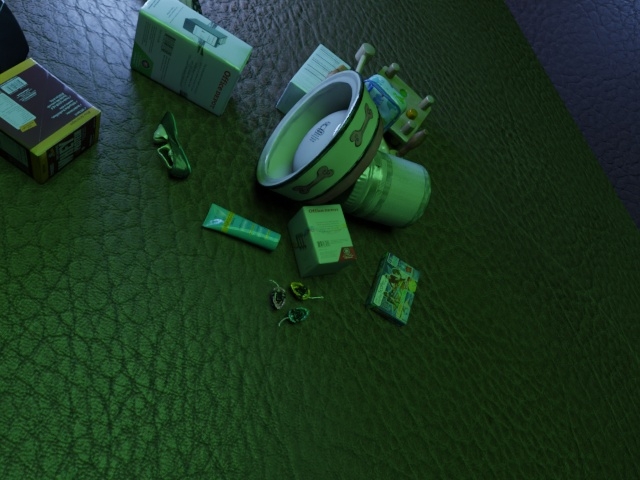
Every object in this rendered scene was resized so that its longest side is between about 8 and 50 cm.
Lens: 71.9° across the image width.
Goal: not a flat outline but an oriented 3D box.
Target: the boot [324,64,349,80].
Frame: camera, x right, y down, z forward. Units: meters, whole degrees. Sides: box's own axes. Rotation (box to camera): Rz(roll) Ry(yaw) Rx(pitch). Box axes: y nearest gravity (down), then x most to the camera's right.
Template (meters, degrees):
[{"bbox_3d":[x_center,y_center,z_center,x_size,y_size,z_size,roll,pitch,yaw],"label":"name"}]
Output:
[{"bbox_3d":[0.083,-0.461,1.432,0.197,0.073,0.152,62,40,-32],"label":"boot"}]

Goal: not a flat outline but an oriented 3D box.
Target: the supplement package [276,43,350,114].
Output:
[{"bbox_3d":[-0.021,-0.523,1.503,0.134,0.139,0.244,35,56,-10],"label":"supplement package"}]

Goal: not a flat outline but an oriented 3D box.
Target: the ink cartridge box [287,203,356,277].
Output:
[{"bbox_3d":[0.000,0.000,1.276,0.128,0.127,0.176,-5,71,-30],"label":"ink cartridge box"}]

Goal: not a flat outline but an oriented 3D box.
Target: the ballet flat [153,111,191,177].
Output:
[{"bbox_3d":[-0.415,-0.263,1.207,0.074,0.074,0.203,-13,77,-33],"label":"ballet flat"}]

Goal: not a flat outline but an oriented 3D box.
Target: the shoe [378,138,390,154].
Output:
[{"bbox_3d":[0.163,-0.358,1.476,0.058,0.077,0.218,-34,96,-42],"label":"shoe"}]

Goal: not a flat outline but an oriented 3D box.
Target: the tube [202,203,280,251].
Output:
[{"bbox_3d":[-0.216,-0.032,1.227,0.207,0.052,0.080,22,49,-11],"label":"tube"}]

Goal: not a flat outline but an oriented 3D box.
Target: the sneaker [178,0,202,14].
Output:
[{"bbox_3d":[-0.506,-0.819,1.406,0.182,0.158,0.409,-23,81,-3],"label":"sneaker"}]

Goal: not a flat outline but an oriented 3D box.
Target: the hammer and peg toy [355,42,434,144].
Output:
[{"bbox_3d":[0.237,-0.546,1.667,0.361,0.127,0.265,40,57,-7],"label":"hammer and peg toy"}]

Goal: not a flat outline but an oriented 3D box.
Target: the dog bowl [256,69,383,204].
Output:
[{"bbox_3d":[0.005,-0.277,1.265,0.150,0.408,0.407,37,53,-30],"label":"dog bowl"}]

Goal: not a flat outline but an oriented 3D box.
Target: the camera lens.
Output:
[{"bbox_3d":[0.193,-0.166,1.406,0.275,0.219,0.219,13,62,-23],"label":"camera lens"}]

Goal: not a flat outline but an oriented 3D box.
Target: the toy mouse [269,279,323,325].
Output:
[{"bbox_3d":[-0.087,0.177,1.205,0.161,0.031,0.143,33,55,-12],"label":"toy mouse"}]

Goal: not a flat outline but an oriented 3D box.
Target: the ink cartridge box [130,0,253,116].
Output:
[{"bbox_3d":[-0.371,-0.525,1.268,0.289,0.211,0.121,28,56,-17],"label":"ink cartridge box"}]

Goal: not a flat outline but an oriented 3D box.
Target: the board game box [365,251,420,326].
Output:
[{"bbox_3d":[0.231,0.151,1.392,0.136,0.035,0.201,33,56,-12],"label":"board game box"}]

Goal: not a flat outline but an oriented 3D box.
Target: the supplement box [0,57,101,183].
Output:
[{"bbox_3d":[-0.666,-0.278,1.035,0.194,0.129,0.191,38,54,-8],"label":"supplement box"}]

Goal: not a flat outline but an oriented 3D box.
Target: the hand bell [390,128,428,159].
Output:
[{"bbox_3d":[0.281,-0.303,1.505,0.126,0.242,0.126,12,63,-24],"label":"hand bell"}]

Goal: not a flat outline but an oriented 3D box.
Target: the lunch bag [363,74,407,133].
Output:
[{"bbox_3d":[0.172,-0.446,1.526,0.176,0.219,0.090,46,49,-2],"label":"lunch bag"}]

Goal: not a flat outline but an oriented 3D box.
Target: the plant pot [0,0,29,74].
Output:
[{"bbox_3d":[-0.814,-0.474,1.023,0.188,0.167,0.187,12,64,-24],"label":"plant pot"}]
